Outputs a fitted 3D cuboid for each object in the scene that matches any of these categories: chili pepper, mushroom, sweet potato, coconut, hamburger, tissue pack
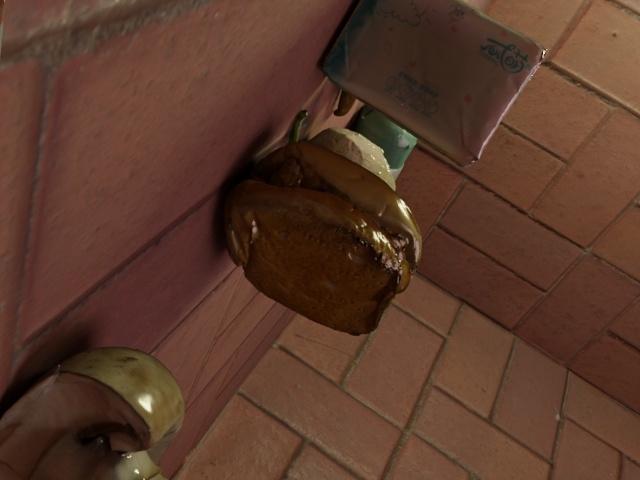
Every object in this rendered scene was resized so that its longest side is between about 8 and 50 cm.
[{"bbox_3d":[-0.037,-0.171,1.027,0.030,0.017,0.083,-53,172,-47],"label":"chili pepper"},{"bbox_3d":[-0.234,0.233,0.715,0.254,0.195,0.189,-56,178,16],"label":"mushroom"},{"bbox_3d":[0.071,-0.293,1.145,0.214,0.050,0.050,-57,175,39],"label":"sweet potato"},{"bbox_3d":[0.030,-0.111,1.159,0.194,0.194,0.194,-56,174,-10],"label":"coconut"},{"bbox_3d":[0.003,0.005,0.979,0.174,0.284,0.304,-57,174,-24],"label":"hamburger"},{"bbox_3d":[0.161,-0.258,0.960,0.202,0.271,0.124,-58,176,12],"label":"tissue pack"}]

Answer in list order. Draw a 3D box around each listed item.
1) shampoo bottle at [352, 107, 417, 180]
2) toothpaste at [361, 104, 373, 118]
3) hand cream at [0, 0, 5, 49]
[{"bbox_3d":[0.109,-0.172,1.545,0.222,0.151,0.350,-40,163,-51],"label":"shampoo bottle"},{"bbox_3d":[0.171,-0.384,1.163,0.392,0.061,0.098,-65,-164,-20],"label":"toothpaste"},{"bbox_3d":[-0.225,0.022,0.351,0.124,0.077,0.341,-46,163,-56],"label":"hand cream"}]
